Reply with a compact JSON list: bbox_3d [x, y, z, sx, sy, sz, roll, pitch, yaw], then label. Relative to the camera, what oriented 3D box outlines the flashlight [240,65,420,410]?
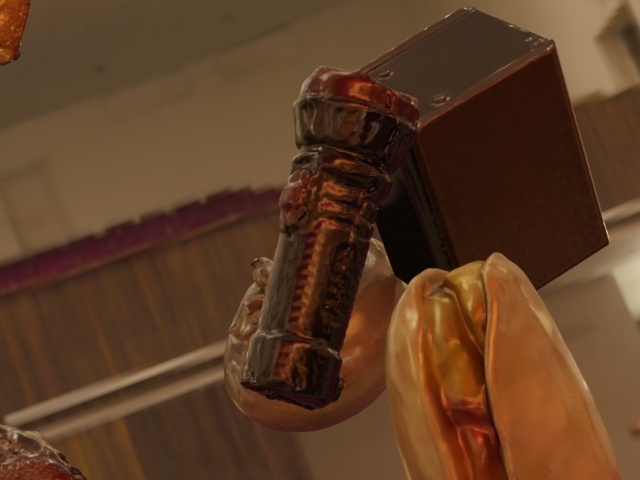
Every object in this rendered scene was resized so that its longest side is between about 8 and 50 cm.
[{"bbox_3d":[0.000,0.000,1.229,0.093,0.232,0.093,16,-10,3],"label":"flashlight"}]

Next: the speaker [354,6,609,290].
[{"bbox_3d":[0.145,-0.070,1.674,0.193,0.230,0.153,-31,33,-17],"label":"speaker"}]

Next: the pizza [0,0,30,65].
[{"bbox_3d":[-0.242,-0.162,1.171,0.099,0.160,0.036,15,-10,-34],"label":"pizza"}]

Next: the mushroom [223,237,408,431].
[{"bbox_3d":[-0.011,0.086,1.816,0.226,0.178,0.226,-39,21,19],"label":"mushroom"}]

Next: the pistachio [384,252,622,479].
[{"bbox_3d":[0.104,0.107,1.038,0.117,0.200,0.145,-22,2,23],"label":"pistachio"}]

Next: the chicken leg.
[{"bbox_3d":[-0.187,0.170,1.231,0.093,0.053,0.205,31,-3,-32],"label":"chicken leg"}]
